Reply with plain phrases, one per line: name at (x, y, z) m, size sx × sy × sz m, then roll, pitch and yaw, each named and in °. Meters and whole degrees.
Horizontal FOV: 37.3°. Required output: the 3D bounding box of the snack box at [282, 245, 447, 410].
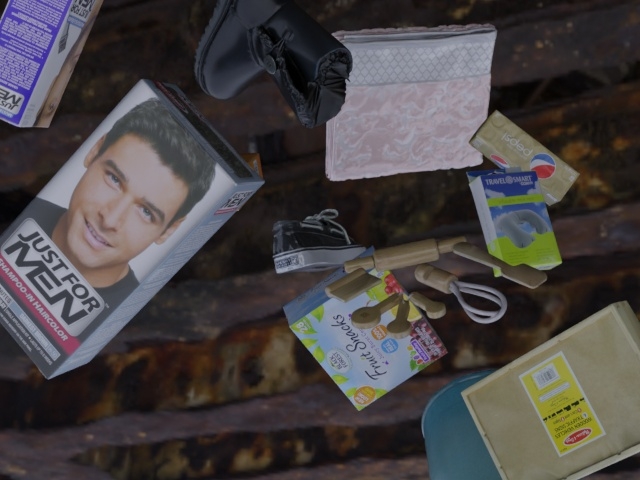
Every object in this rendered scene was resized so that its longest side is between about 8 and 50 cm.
snack box at (0.071, 0.139, 1.480) m, size 0.174 × 0.070 × 0.207 m, roll -34°, pitch 117°, yaw 5°

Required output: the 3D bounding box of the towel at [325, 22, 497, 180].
towel at (0.177, -0.267, 1.868) m, size 0.332 × 0.053 × 0.317 m, roll -6°, pitch 127°, yaw -11°

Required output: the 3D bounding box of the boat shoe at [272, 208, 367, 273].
boat shoe at (-0.004, 0.001, 1.739) m, size 0.113 × 0.104 × 0.306 m, roll -15°, pitch 174°, yaw 29°

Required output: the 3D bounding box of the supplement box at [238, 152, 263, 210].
supplement box at (-0.191, -0.128, 2.075) m, size 0.078 × 0.080 × 0.233 m, roll -5°, pitch -164°, yaw 13°

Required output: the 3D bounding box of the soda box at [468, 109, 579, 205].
soda box at (0.346, -0.141, 1.620) m, size 0.181 × 0.061 × 0.058 m, roll 38°, pitch 172°, yaw 0°

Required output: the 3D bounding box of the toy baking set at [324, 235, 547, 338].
toy baking set at (0.136, 0.055, 1.168) m, size 0.256 × 0.196 × 0.030 m, roll -14°, pitch 121°, yaw -2°

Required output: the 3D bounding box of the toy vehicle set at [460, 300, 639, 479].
toy vehicle set at (0.312, 0.209, 1.191) m, size 0.035 × 0.166 × 0.267 m, roll -4°, pitch 153°, yaw -45°

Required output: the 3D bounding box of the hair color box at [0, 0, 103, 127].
hair color box at (-0.477, -0.369, 1.656) m, size 0.110 × 0.338 × 0.185 m, roll 26°, pitch -174°, yaw -3°

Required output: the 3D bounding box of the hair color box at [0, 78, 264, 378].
hair color box at (-0.274, -0.014, 1.254) m, size 0.374 × 0.185 × 0.113 m, roll -44°, pitch 173°, yaw 14°

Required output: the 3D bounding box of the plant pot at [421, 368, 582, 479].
plant pot at (0.302, 0.392, 1.539) m, size 0.272 × 0.255 × 0.271 m, roll 2°, pitch 129°, yaw 3°

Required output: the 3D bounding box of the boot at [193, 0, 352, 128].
boot at (-0.065, -0.218, 1.246) m, size 0.094 × 0.207 × 0.246 m, roll -22°, pitch 156°, yaw -34°

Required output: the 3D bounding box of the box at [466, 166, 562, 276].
box at (0.304, -0.038, 1.496) m, size 0.109 × 0.178 × 0.042 m, roll -7°, pitch 163°, yaw -22°
